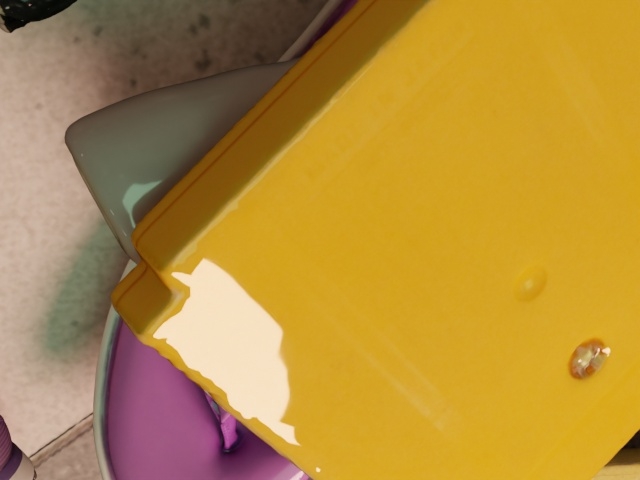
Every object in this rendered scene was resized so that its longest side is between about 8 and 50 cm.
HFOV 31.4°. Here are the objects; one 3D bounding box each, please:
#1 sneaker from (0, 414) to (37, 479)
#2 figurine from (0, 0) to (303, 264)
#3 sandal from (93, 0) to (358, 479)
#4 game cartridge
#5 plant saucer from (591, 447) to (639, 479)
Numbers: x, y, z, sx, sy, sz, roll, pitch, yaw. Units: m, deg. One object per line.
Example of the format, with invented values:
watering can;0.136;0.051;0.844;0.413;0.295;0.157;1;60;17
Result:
sneaker;-0.320;0.154;0.657;0.283;0.107;0.124;-28;110;-8
figurine;-0.042;-0.118;0.546;0.209;0.092;0.214;-29;84;-10
sandal;-0.014;-0.007;0.620;0.169;0.102;0.416;29;97;10
game cartridge;0.090;0.011;0.569;0.285;0.053;0.323;-45;129;-3
plant saucer;0.193;0.288;0.923;0.333;0.081;0.332;2;118;-21
